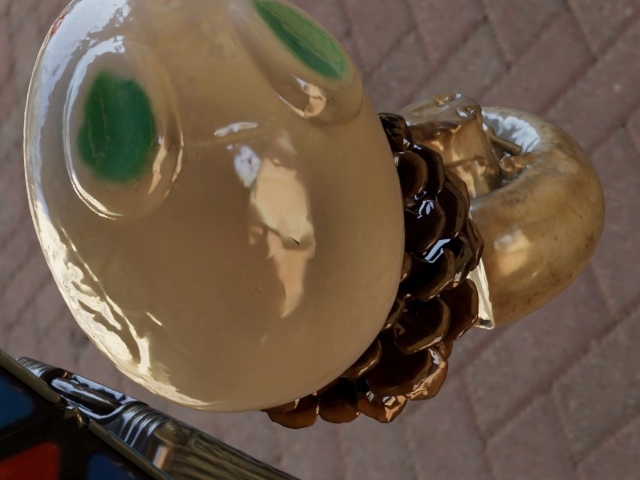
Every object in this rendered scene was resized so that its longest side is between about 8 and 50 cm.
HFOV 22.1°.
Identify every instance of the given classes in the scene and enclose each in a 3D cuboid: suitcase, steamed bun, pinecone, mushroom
[{"bbox_3d":[-0.108,0.202,1.206,0.202,0.312,0.128,17,78,39],"label":"suitcase"},{"bbox_3d":[-0.047,-0.026,0.789,0.131,0.177,0.228,11,121,70],"label":"steamed bun"},{"bbox_3d":[-0.002,-0.002,1.144,0.292,0.246,0.246,84,-174,-68],"label":"pinecone"},{"bbox_3d":[0.151,-0.048,1.469,0.254,0.189,0.195,29,138,51],"label":"mushroom"}]

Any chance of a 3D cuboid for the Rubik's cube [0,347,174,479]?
[{"bbox_3d":[-0.115,0.101,0.705,0.284,0.234,0.250,-23,18,13],"label":"Rubik's cube"}]
